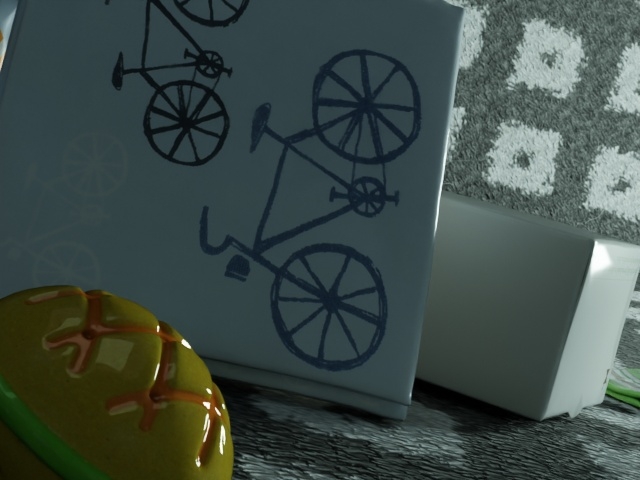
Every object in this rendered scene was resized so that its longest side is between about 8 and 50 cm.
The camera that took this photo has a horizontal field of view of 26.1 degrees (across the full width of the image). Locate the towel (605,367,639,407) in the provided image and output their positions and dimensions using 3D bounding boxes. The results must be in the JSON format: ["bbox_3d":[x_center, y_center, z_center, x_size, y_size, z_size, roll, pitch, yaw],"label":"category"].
[{"bbox_3d":[0.327,0.143,1.322,0.152,0.023,0.113,7,9,-45],"label":"towel"}]

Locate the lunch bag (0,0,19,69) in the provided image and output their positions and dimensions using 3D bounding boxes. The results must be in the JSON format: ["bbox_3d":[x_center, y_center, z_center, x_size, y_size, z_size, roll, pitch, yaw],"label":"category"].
[{"bbox_3d":[-0.438,-0.116,1.018,0.328,0.239,0.385,7,-6,-45],"label":"lunch bag"}]

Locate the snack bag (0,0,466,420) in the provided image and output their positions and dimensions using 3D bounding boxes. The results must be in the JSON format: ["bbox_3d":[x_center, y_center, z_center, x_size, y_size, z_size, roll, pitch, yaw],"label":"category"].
[{"bbox_3d":[-0.073,-0.060,0.980,0.342,0.323,0.037,13,-18,-12],"label":"snack bag"}]

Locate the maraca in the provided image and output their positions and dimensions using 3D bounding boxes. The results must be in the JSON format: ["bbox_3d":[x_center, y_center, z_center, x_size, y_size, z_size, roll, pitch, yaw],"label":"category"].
[{"bbox_3d":[-0.083,0.091,0.605,0.185,0.099,0.127,42,14,8],"label":"maraca"}]

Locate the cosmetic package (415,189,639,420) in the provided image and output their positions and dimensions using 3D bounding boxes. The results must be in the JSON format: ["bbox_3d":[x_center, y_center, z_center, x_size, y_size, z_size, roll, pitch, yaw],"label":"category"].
[{"bbox_3d":[0.070,0.026,1.197,0.365,0.155,0.197,16,4,23],"label":"cosmetic package"}]
